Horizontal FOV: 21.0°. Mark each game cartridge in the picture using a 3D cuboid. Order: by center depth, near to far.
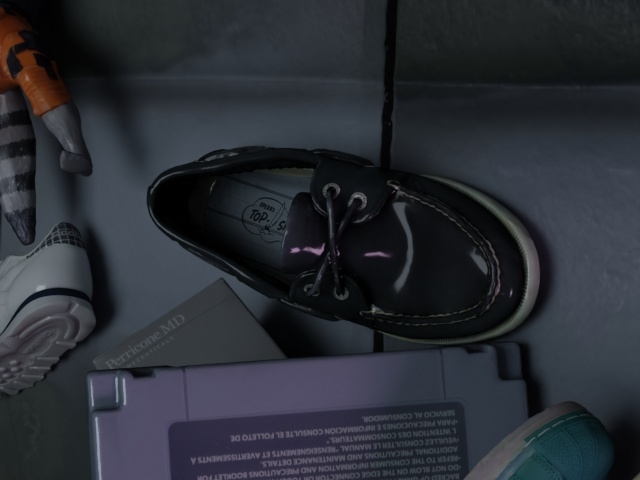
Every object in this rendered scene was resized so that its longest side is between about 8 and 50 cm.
[{"bbox_3d":[-0.003,0.174,1.154,0.062,0.297,0.198,177,90,-77],"label":"game cartridge"}]

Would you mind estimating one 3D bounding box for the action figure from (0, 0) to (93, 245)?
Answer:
[{"bbox_3d":[-0.337,-0.161,1.538,0.341,0.178,0.330,-19,57,21],"label":"action figure"}]

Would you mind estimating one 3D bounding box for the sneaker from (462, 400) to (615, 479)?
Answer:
[{"bbox_3d":[0.108,0.246,1.069,0.121,0.108,0.302,32,82,32],"label":"sneaker"}]

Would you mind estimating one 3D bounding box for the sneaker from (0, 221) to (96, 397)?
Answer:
[{"bbox_3d":[-0.282,0.071,1.571,0.235,0.090,0.094,-31,56,37],"label":"sneaker"}]

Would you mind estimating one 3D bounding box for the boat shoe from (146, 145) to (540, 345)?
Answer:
[{"bbox_3d":[0.000,-0.004,1.253,0.340,0.113,0.127,25,107,42],"label":"boat shoe"}]

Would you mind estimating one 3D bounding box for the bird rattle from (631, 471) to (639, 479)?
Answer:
[{"bbox_3d":[0.238,0.231,1.045,0.253,0.143,0.206,-32,55,54],"label":"bird rattle"}]

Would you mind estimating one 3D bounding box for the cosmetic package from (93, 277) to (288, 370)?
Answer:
[{"bbox_3d":[-0.053,0.156,1.282,0.238,0.127,0.107,48,165,30],"label":"cosmetic package"}]
